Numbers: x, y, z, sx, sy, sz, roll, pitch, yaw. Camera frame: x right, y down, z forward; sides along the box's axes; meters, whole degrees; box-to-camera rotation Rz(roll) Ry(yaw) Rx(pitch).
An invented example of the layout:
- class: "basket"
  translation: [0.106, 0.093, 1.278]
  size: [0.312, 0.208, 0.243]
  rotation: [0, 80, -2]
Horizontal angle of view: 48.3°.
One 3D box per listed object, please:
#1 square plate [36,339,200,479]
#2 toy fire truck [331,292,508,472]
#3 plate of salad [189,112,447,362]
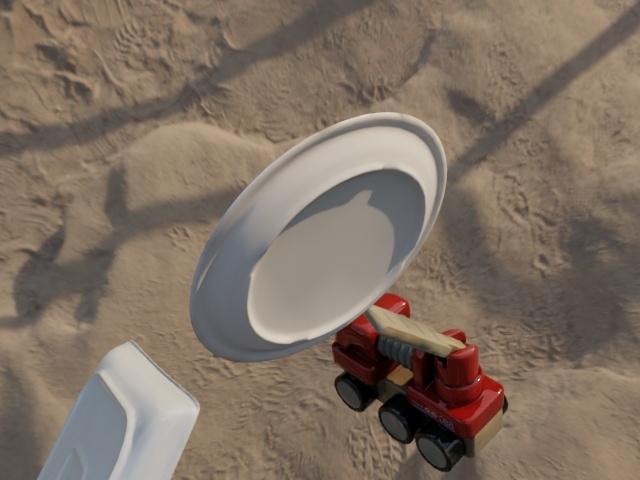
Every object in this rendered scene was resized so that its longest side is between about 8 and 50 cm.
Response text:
- class: "square plate"
  translation: [-0.276, 0.297, 0.818]
  size: [0.049, 0.344, 0.348]
  rotation: [28, 81, -25]
- class: "toy fire truck"
  translation: [0.097, 0.131, 0.847]
  size: [0.158, 0.247, 0.217]
  rotation: [-33, 42, -30]
- class: "plate of salad"
  translation: [0.000, 0.000, 0.465]
  size: [0.200, 0.200, 0.048]
  rotation: [-42, 56, -3]
